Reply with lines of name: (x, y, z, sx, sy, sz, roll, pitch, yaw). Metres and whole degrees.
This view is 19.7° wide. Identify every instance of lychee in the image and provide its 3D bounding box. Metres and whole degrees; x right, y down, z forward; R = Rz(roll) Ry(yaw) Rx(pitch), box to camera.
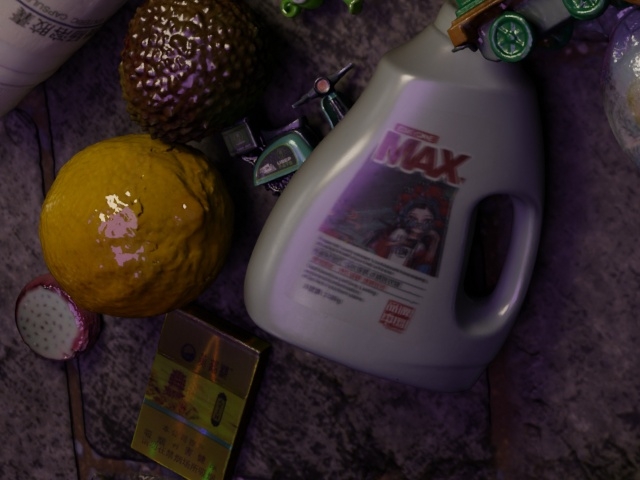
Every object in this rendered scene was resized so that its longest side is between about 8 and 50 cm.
lychee: (-0.125, -0.175, 1.837, 0.171, 0.171, 0.171, 9, 111, 26)

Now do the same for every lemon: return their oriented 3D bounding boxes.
lemon: (-0.190, -0.015, 1.908, 0.231, 0.192, 0.192, -18, 97, 50)

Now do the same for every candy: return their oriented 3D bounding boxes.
candy: (-0.299, 0.087, 2.091, 0.103, 0.043, 0.103, 9, 110, 26)

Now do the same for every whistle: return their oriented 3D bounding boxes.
whistle: (0.286, -0.190, 1.639, 0.142, 0.133, 0.346, -41, 76, 36)

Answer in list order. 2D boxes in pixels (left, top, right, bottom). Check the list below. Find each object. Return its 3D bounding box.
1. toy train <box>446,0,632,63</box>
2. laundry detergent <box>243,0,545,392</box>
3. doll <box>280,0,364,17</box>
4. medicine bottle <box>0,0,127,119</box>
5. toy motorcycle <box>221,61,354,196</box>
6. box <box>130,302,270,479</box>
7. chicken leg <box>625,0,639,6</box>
toy train: (0.188, -0.234, 1.569, 0.227, 0.091, 0.136, -32, 85, 36)
laundry detergent: (0.111, -0.064, 1.752, 0.264, 0.125, 0.398, 22, 109, -7)
doll: (0.023, -0.282, 1.787, 0.190, 0.050, 0.115, -41, 81, 30)
medicine bottle: (-0.295, -0.279, 1.878, 0.332, 0.190, 0.190, -39, 86, 33)
toy motorcycle: (-0.012, -0.106, 1.859, 0.173, 0.058, 0.100, -21, 96, 30)
box: (-0.133, 0.173, 2.038, 0.121, 0.030, 0.193, 26, 118, 19)
chicken leg: (0.391, -0.199, 1.433, 0.409, 0.182, 0.295, 18, 137, 8)
